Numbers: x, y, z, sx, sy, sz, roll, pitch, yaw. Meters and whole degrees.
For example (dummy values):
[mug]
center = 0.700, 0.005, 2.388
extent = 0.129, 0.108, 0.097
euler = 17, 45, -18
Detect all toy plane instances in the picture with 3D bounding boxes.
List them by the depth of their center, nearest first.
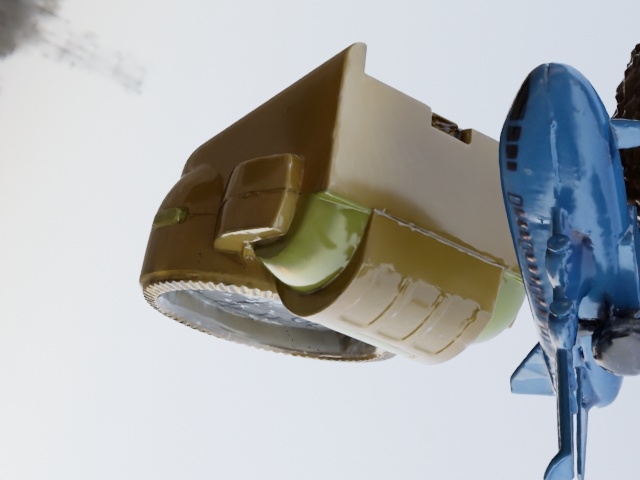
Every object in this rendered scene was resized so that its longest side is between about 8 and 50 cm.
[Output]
[toy plane]
center = 0.157, 0.012, 0.860
extent = 0.254, 0.105, 0.271
euler = -73, 164, -49

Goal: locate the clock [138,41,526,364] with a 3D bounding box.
[clock]
center = 0.000, 0.000, 1.151
extent = 0.317, 0.244, 0.200
euler = -16, -126, 53

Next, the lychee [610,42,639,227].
[lychee]
center = 0.277, -0.061, 0.934
extent = 0.194, 0.194, 0.194
euler = -49, -154, 34
